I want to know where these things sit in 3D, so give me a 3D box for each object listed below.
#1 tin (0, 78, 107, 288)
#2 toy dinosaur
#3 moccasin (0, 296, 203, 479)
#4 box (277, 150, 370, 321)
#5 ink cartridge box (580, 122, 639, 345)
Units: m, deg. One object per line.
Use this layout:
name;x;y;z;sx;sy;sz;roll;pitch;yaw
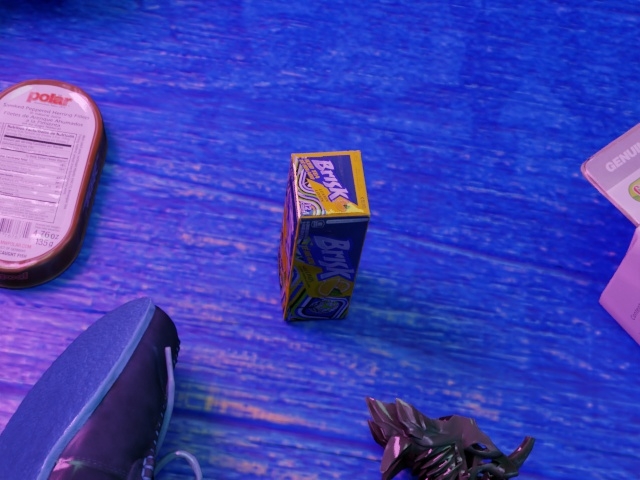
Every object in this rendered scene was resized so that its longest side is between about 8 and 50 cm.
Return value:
tin;-0.239;-0.051;1.134;0.106;0.040;0.190;11;61;-4
toy dinosaur;0.064;0.236;0.967;0.321;0.164;0.218;16;75;-16
moccasin;-0.173;0.191;0.948;0.117;0.137;0.342;45;45;-23
box;0.000;0.000;1.048;0.054;0.169;0.059;-4;61;-7
ink cartridge box;0.393;-0.011;1.109;0.309;0.130;0.272;-32;67;-20
